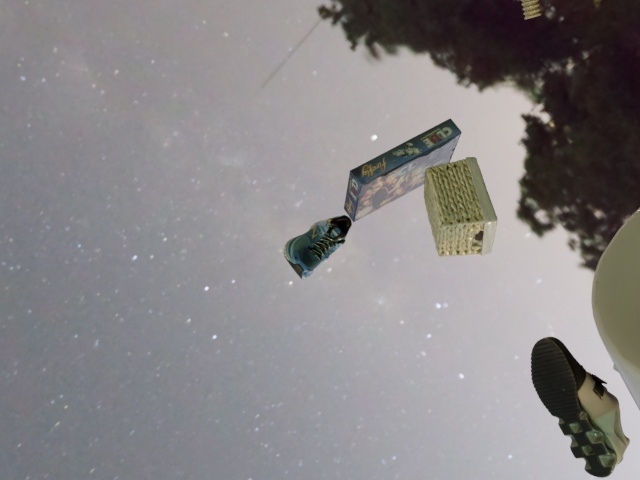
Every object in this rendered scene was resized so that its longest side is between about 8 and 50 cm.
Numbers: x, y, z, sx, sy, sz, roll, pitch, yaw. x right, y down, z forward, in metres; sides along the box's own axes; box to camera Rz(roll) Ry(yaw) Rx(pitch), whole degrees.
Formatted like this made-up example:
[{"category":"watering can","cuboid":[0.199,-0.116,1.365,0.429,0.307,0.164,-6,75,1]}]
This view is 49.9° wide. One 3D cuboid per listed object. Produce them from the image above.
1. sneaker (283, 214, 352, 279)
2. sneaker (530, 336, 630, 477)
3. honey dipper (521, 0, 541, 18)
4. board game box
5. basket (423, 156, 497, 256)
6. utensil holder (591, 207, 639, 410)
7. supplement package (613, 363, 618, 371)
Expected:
[{"category":"sneaker","cuboid":[0.000,0.000,1.086,0.063,0.073,0.162,51,-143,-10]},{"category":"sneaker","cuboid":[0.601,0.358,1.581,0.146,0.122,0.330,-25,-90,-35]},{"category":"honey dipper","cuboid":[0.352,-0.466,1.187,0.030,0.031,0.160,-46,-57,-62]},{"category":"board game box","cuboid":[0.166,-0.142,1.418,0.042,0.243,0.165,56,165,20]},{"category":"basket","cuboid":[0.263,-0.061,1.319,0.113,0.103,0.167,83,179,-53]},{"category":"utensil holder","cuboid":[0.461,0.144,0.608,0.385,0.328,0.327,50,-156,-25]},{"category":"supplement package","cuboid":[0.456,0.095,0.874,0.105,0.179,0.105,-10,-161,-25]}]
